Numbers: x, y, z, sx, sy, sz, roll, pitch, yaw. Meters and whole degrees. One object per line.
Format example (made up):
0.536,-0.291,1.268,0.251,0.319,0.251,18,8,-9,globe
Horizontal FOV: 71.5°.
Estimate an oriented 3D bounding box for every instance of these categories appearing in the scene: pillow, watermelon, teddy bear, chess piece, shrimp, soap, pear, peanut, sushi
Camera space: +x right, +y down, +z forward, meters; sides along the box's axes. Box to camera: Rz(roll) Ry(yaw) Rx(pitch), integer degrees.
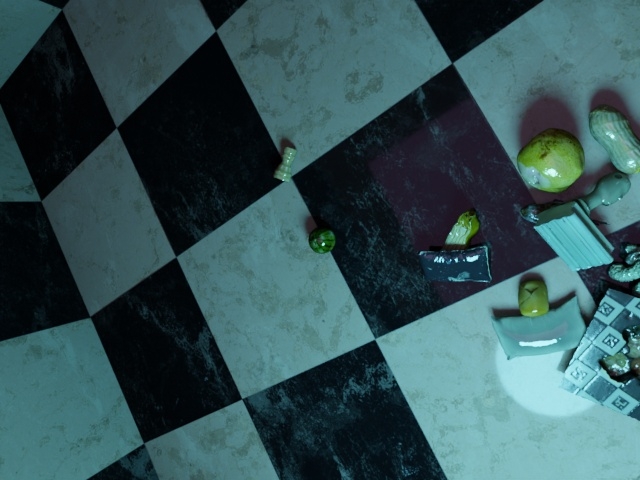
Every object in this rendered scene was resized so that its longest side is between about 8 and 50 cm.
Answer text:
0.417,0.080,1.386,0.208,0.055,0.141,-5,127,23,pillow
0.002,-0.003,1.571,0.109,0.109,0.109,3,96,25,watermelon
0.868,0.049,1.157,0.133,0.111,0.213,37,110,14,teddy bear
-0.128,-0.282,1.633,0.066,0.066,0.122,20,99,23,chess piece
0.688,-0.067,1.255,0.232,0.079,0.090,10,84,17,shrimp
0.685,-0.008,1.200,0.198,0.063,0.114,42,144,-18,soap
0.632,-0.214,1.216,0.178,0.178,0.178,3,96,25,pear
0.787,-0.269,1.179,0.087,0.087,0.207,-33,81,24,peanut
0.646,0.261,1.300,0.254,0.078,0.144,-19,82,24,pillow
0.879,0.321,1.207,0.339,0.069,0.320,20,105,17,sushi

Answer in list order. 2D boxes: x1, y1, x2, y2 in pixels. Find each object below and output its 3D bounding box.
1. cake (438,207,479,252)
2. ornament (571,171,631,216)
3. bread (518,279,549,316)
0.432,-0.009,1.364,0.079,0.116,0.185,39,105,16,cake
0.757,-0.121,1.191,0.156,0.075,0.081,-31,43,-6,ornament
0.616,0.163,1.291,0.082,0.056,0.115,-6,51,34,bread
